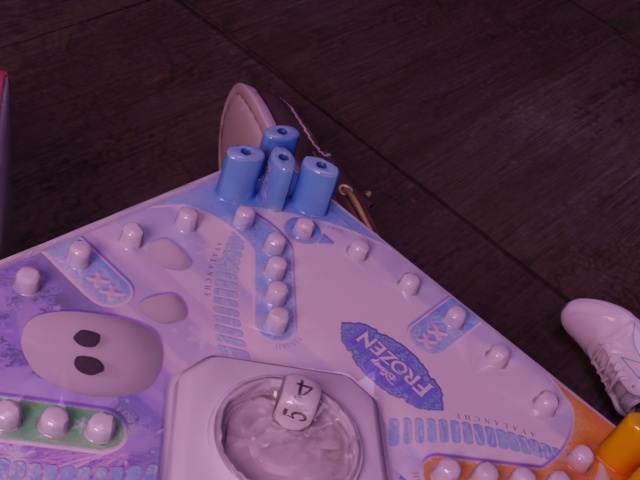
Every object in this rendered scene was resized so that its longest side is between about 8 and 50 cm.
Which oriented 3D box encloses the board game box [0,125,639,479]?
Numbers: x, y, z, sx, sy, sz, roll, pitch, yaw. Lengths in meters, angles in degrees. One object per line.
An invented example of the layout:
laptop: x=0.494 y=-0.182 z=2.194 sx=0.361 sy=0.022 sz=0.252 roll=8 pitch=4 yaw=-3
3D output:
board game box: x=-0.017 y=0.103 z=0.464 sx=0.390 sy=0.050 sz=0.390 roll=40 pitch=42 yaw=21

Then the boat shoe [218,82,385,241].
boat shoe: x=0.000 y=0.000 z=0.723 sx=0.096 sy=0.117 sz=0.324 roll=-4 pitch=52 yaw=-27

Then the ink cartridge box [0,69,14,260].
ink cartridge box: x=-0.341 y=-0.004 z=0.548 sx=0.283 sy=0.207 sz=0.117 roll=2 pitch=45 yaw=-16

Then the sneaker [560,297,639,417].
sneaker: x=0.256 y=0.107 z=0.738 sx=0.061 sy=0.054 sz=0.152 roll=-29 pitch=61 yaw=-34
